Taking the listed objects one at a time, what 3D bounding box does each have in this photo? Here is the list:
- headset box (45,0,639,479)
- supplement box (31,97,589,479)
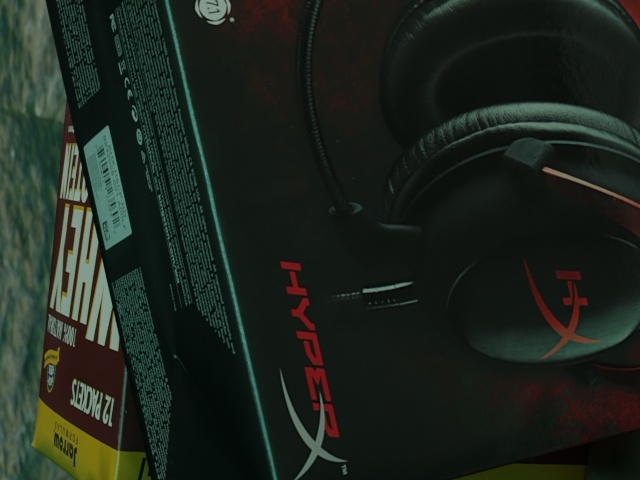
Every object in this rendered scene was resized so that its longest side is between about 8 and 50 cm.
[{"bbox_3d":[0.075,-0.045,0.529,0.110,0.293,0.218,-24,77,64],"label":"headset box"},{"bbox_3d":[0.000,0.000,0.643,0.129,0.191,0.194,-171,86,-67],"label":"supplement box"}]
